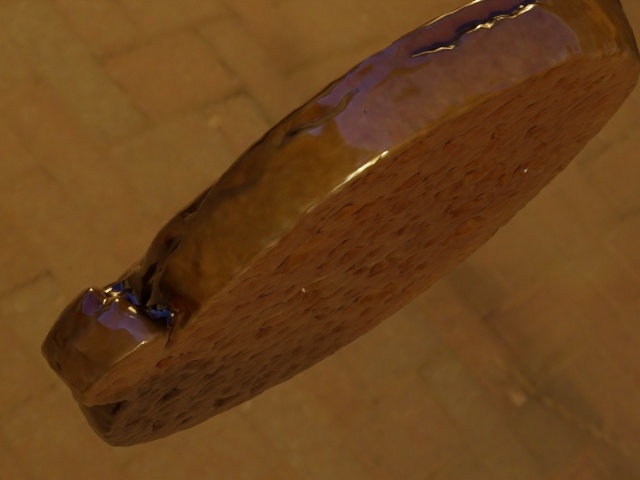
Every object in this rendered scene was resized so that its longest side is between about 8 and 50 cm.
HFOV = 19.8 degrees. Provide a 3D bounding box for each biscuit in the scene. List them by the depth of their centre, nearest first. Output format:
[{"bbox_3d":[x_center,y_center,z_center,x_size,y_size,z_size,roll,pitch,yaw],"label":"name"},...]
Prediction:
[{"bbox_3d":[-0.005,-0.007,0.974,0.350,0.394,0.070,-21,74,-42],"label":"biscuit"}]
